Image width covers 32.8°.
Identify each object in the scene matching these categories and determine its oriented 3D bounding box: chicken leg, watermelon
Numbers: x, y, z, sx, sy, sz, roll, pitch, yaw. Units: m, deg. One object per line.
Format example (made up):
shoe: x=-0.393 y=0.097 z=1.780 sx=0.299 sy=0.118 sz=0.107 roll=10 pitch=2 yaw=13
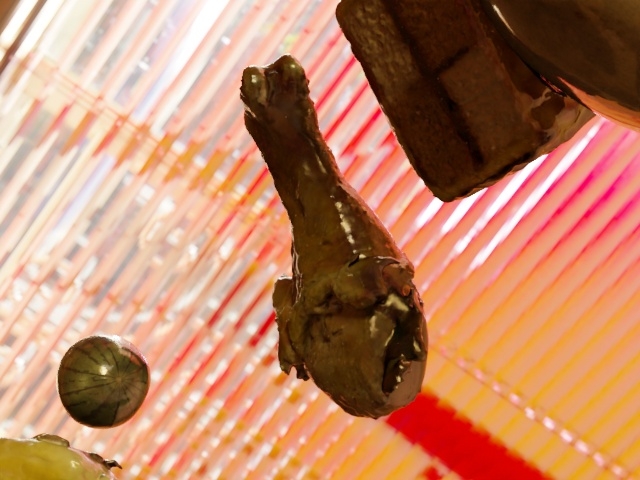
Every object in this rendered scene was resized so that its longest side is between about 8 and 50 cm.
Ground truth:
chicken leg: x=0.004 y=0.010 z=1.109 sx=0.140 sy=0.361 sz=0.211 roll=-12 pitch=160 yaw=-32
watermelon: x=-0.181 y=0.116 z=0.903 sx=0.078 sy=0.078 sz=0.110 roll=-57 pitch=-163 yaw=-8

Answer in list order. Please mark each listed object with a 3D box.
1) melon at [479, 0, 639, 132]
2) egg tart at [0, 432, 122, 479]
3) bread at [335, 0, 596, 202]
melon: x=0.228 y=-0.214 z=0.731 sx=0.268 sy=0.330 sz=0.268 roll=-38 pitch=157 yaw=-20
egg tart: x=-0.267 y=0.265 z=0.899 sx=0.345 sy=0.345 sz=0.132 roll=-47 pitch=-148 yaw=38
bread: x=0.114 y=-0.153 z=0.911 sx=0.096 sy=0.222 sz=0.181 roll=-30 pitch=-177 yaw=-37
